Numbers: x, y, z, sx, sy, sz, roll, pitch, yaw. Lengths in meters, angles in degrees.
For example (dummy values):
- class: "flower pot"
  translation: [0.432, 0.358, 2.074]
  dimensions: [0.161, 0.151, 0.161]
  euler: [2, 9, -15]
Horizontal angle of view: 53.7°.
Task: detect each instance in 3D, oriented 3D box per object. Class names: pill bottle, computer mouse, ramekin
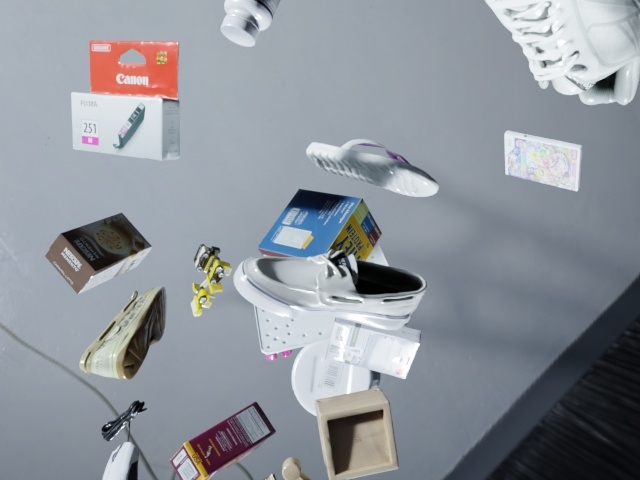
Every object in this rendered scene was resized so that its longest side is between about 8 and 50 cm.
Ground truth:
- class: "pill bottle"
  translation: [-0.143, -0.526, 1.370]
  dimensions: [0.108, 0.108, 0.193]
  euler: [26, 79, -25]
- class: "computer mouse"
  translation: [-0.324, 0.362, 1.017]
  dimensions: [0.106, 0.192, 0.042]
  euler: [-33, 137, 27]
- class: "ramekin"
  translation: [0.043, 0.419, 1.945]
  dimensions: [0.278, 0.135, 0.277]
  euler: [-1, 80, 8]

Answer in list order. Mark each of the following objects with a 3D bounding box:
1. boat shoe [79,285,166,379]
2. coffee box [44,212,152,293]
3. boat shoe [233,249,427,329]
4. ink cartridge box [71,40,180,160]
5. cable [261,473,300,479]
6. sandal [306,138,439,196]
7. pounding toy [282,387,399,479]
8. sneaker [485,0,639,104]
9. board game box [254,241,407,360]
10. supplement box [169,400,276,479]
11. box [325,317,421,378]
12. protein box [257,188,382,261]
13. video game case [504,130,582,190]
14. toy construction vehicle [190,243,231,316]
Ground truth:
- class: "boat shoe"
  translation: [-0.365, 0.165, 1.215]
  dimensions: [0.090, 0.285, 0.104]
  euler: [2, 108, 3]
- class: "coffee box"
  translation: [-0.597, 0.029, 1.721]
  dimensions: [0.141, 0.246, 0.098]
  euler: [47, 116, 3]
- class: "boat shoe"
  translation: [0.021, 0.056, 0.852]
  dimensions: [0.268, 0.096, 0.088]
  euler: [16, 127, -19]
- class: "ink cartridge box"
  translation: [-0.417, -0.302, 1.341]
  dimensions: [0.060, 0.275, 0.238]
  euler: [-20, 116, -57]
- class: "cable"
  translation: [-0.165, 0.645, 1.502]
  dimensions: [0.140, 0.072, 0.287]
  euler: [0, 134, -42]
- class: "sandal"
  translation: [0.138, -0.226, 1.736]
  dimensions: [0.102, 0.417, 0.169]
  euler: [-65, 149, -10]
- class: "pounding toy"
  translation: [0.029, 0.384, 1.154]
  dimensions: [0.206, 0.094, 0.180]
  euler: [-10, 96, -6]
- class: "sneaker"
  translation: [0.189, -0.182, 0.486]
  dimensions: [0.292, 0.110, 0.118]
  euler: [7, 99, -42]
- class: "board game box"
  translation: [0.010, 0.145, 1.759]
  dimensions: [0.390, 0.390, 0.050]
  euler: [-12, 128, -4]
- class: "supplement box"
  translation: [-0.200, 0.423, 1.303]
  dimensions: [0.188, 0.104, 0.080]
  euler: [-22, 70, -42]
- class: "box"
  translation: [0.113, 0.229, 1.384]
  dimensions: [0.186, 0.038, 0.145]
  euler: [14, 136, 4]
- class: "protein box"
  translation: [0.000, 0.000, 1.527]
  dimensions: [0.199, 0.201, 0.136]
  euler: [-57, 136, -24]
- class: "video game case"
  translation: [0.356, -0.128, 1.017]
  dimensions: [0.011, 0.122, 0.087]
  euler: [-49, 141, -28]
- class: "toy construction vehicle"
  translation: [-0.154, 0.053, 0.889]
  dimensions: [0.035, 0.086, 0.098]
  euler: [11, 119, -30]
